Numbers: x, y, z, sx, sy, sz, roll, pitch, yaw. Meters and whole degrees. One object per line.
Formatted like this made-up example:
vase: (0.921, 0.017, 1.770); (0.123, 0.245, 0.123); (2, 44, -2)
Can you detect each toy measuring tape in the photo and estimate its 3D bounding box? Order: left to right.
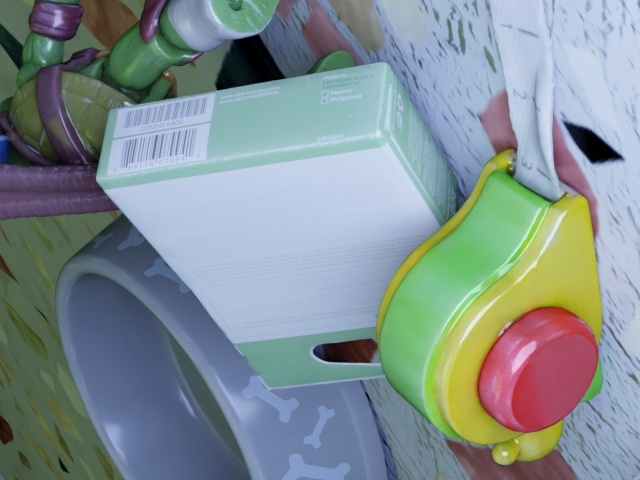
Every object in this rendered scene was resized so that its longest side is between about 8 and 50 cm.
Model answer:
toy measuring tape: (0.076, 0.002, 0.926); (0.121, 0.121, 0.330); (39, 152, 44)

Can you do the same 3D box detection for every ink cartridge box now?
ink cartridge box: (0.000, 0.000, 1.053); (0.235, 0.171, 0.056); (54, -145, -50)

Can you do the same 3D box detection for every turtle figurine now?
turtle figurine: (-0.082, -0.118, 1.153); (0.266, 0.274, 0.198); (-8, 90, 48)

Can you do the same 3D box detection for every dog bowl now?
dog bowl: (-0.094, 0.129, 1.488); (0.349, 0.102, 0.349); (40, 146, 35)

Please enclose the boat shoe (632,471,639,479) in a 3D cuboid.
boat shoe: (0.200, 0.133, 0.931); (0.125, 0.038, 0.046); (143, 137, -65)
